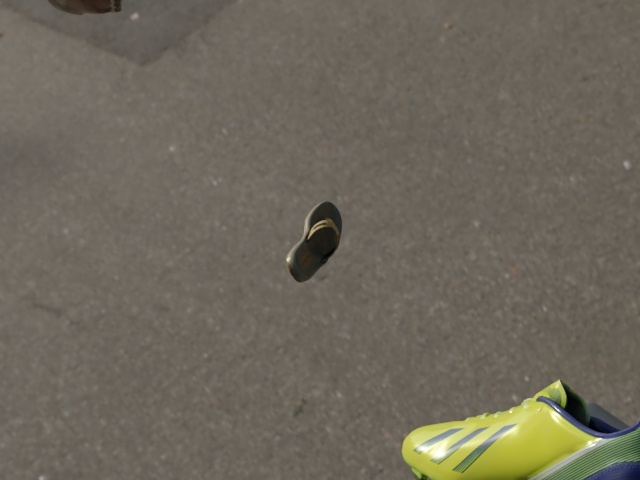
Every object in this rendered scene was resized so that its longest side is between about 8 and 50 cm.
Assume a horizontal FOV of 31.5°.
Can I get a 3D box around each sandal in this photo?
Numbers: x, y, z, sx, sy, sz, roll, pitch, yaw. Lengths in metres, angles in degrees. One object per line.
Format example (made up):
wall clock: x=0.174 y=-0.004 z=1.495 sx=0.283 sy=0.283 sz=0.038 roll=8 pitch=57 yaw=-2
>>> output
sandal: x=0.000 y=0.000 z=1.836 sx=0.049 sy=0.072 sz=0.180 roll=-28 pitch=20 yaw=38

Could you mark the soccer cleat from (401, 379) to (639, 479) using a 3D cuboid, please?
soccer cleat: x=0.189 y=0.179 z=0.998 sx=0.289 sy=0.093 sz=0.121 roll=0 pitch=89 yaw=50

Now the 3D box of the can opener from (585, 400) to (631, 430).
can opener: x=0.358 y=0.281 z=1.171 sx=0.095 sy=0.076 sz=0.283 roll=-29 pitch=49 yaw=-34

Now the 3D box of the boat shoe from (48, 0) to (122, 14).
boat shoe: x=-0.065 y=-0.231 z=0.502 sx=0.116 sy=0.324 sz=0.123 roll=6 pitch=49 yaw=-16
